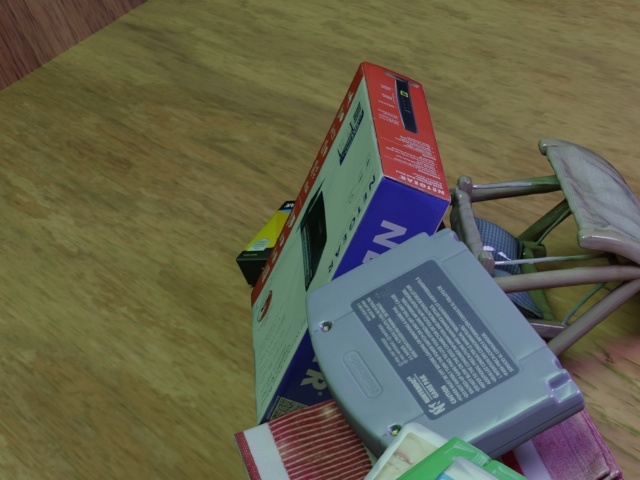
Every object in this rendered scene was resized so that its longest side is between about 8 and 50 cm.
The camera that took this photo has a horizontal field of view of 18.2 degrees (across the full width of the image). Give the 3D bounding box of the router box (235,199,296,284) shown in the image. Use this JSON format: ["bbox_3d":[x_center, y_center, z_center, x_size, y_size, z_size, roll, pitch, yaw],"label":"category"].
[{"bbox_3d":[0.000,0.000,2.542,0.179,0.046,0.133,-3,35,38],"label":"router box"}]

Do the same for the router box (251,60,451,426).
[{"bbox_3d":[0.026,0.010,2.238,0.301,0.082,0.335,-97,30,-63],"label":"router box"}]

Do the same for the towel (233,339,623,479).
[{"bbox_3d":[0.098,0.206,1.908,0.329,0.037,0.237,-16,36,-7],"label":"towel"}]

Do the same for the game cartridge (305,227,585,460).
[{"bbox_3d":[0.104,0.114,1.931,0.196,0.060,0.294,-25,39,-8],"label":"game cartridge"}]

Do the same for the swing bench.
[{"bbox_3d":[0.241,0.018,2.172,0.254,0.165,0.253,-23,25,6],"label":"swing bench"}]

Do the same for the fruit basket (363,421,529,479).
[{"bbox_3d":[0.091,0.348,1.653,0.327,0.165,0.353,30,63,31],"label":"fruit basket"}]
